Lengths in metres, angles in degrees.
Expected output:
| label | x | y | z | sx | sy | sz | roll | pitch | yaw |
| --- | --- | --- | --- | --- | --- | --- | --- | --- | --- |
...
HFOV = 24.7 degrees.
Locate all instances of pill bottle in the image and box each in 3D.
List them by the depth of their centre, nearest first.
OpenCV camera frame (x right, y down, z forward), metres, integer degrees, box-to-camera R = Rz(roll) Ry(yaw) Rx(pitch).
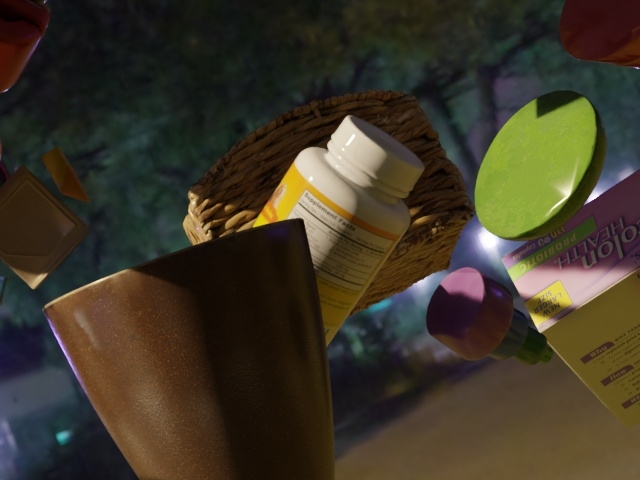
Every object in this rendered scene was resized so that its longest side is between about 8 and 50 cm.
| label | x | y | z | sx | sy | sz | roll | pitch | yaw |
| --- | --- | --- | --- | --- | --- | --- | --- | --- | --- |
| pill bottle | 0.000 | 0.000 | 1.296 | 0.215 | 0.117 | 0.117 | -56 | -15 | 14 |

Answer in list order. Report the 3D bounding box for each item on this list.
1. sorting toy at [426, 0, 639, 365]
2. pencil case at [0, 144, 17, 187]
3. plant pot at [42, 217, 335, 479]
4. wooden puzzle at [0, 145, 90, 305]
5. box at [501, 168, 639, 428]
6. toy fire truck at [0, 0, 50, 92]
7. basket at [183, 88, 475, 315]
| label | x | y | z | sx | sy | sz | roll | pitch | yaw |
| --- | --- | --- | --- | --- | --- | --- | --- | --- | --- |
| sorting toy | 0.218 | -0.058 | 1.155 | 0.126 | 0.365 | 0.127 | 29 | -3 | -30 |
| pencil case | -0.278 | -0.046 | 1.176 | 0.064 | 0.070 | 0.152 | 22 | 2 | -12 |
| plant pot | -0.076 | 0.126 | 1.142 | 0.215 | 0.230 | 0.215 | -20 | -3 | -1 |
| wooden puzzle | -0.217 | -0.011 | 1.094 | 0.116 | 0.078 | 0.014 | -38 | 2 | 15 |
| box | 0.357 | 0.060 | 1.603 | 0.213 | 0.117 | 0.243 | -34 | -45 | 13 |
| toy fire truck | -0.394 | -0.233 | 1.500 | 0.158 | 0.217 | 0.246 | -52 | 21 | 32 |
| basket | -0.002 | -0.026 | 1.697 | 0.299 | 0.213 | 0.223 | -26 | -13 | -10 |
